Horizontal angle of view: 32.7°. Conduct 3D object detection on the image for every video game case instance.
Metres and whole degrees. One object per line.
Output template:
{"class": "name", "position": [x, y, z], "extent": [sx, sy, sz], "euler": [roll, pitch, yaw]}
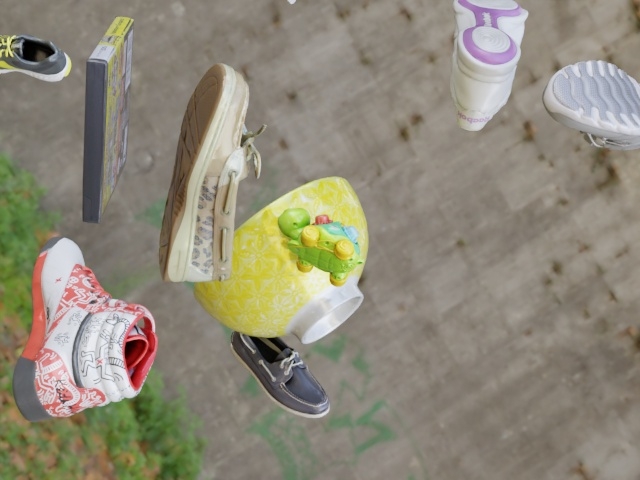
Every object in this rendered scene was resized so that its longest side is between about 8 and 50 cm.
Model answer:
{"class": "video game case", "position": [-0.350, -0.203, 1.793], "extent": [0.248, 0.035, 0.275], "euler": [-89, -173, -63]}

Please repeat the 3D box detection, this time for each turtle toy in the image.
{"class": "turtle toy", "position": [0.000, 0.000, 1.454], "extent": [0.130, 0.066, 0.095], "euler": [24, -32, 7]}

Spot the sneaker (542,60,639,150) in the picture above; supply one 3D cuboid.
{"class": "sneaker", "position": [0.382, -0.156, 1.434], "extent": [0.115, 0.281, 0.105], "euler": [-39, -122, 42]}

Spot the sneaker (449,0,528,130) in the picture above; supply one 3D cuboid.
{"class": "sneaker", "position": [0.236, -0.272, 1.623], "extent": [0.305, 0.114, 0.152], "euler": [-66, 168, -56]}

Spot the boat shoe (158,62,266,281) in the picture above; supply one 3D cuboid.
{"class": "boat shoe", "position": [-0.118, -0.071, 1.233], "extent": [0.105, 0.089, 0.285], "euler": [-102, -155, -47]}

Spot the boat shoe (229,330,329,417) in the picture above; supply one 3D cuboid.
{"class": "boat shoe", "position": [-0.064, 0.197, 1.709], "extent": [0.206, 0.075, 0.065], "euler": [39, -43, 26]}

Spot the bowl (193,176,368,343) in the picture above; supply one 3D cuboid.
{"class": "bowl", "position": [-0.027, 0.058, 1.613], "extent": [0.156, 0.289, 0.289], "euler": [52, -7, 17]}

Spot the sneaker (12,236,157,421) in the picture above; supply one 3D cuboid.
{"class": "sneaker", "position": [-0.258, 0.088, 1.260], "extent": [0.270, 0.145, 0.090], "euler": [-94, 169, -50]}

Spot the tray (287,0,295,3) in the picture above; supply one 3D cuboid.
{"class": "tray", "position": [-0.051, -0.500, 1.739], "extent": [0.145, 0.030, 0.270], "euler": [51, 42, -27]}

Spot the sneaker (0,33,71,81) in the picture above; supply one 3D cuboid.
{"class": "sneaker", "position": [-0.217, -0.133, 0.761], "extent": [0.035, 0.083, 0.031], "euler": [119, -26, -75]}
